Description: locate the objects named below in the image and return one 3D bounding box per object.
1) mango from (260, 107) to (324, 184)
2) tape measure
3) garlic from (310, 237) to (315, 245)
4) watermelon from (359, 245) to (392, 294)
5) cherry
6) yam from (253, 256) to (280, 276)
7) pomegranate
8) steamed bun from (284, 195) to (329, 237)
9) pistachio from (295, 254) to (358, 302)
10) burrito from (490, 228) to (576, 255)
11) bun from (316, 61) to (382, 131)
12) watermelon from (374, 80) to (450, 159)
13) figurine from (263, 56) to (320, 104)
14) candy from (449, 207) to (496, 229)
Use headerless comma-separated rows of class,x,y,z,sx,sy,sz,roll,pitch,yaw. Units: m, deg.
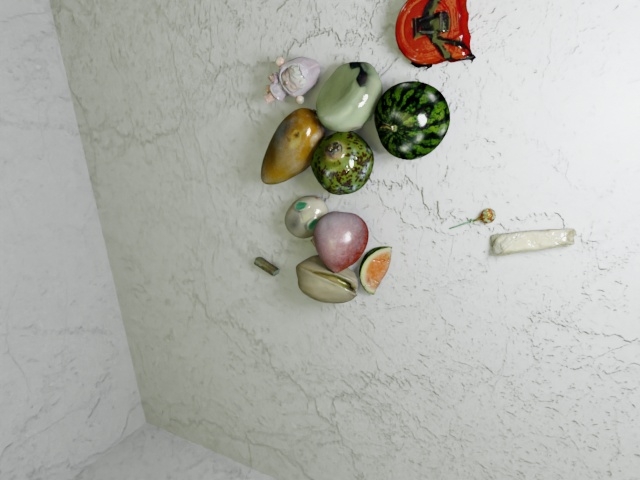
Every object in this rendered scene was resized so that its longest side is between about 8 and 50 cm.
mango,-0.119,-0.380,1.801,0.384,0.198,0.222,-49,45,26
tape measure,0.379,-0.704,1.447,0.260,0.114,0.254,-1,106,31
garlic,0.005,0.001,1.935,0.094,0.113,0.074,-24,71,3
watermelon,0.230,0.119,1.866,0.119,0.063,0.245,19,112,4
cherry,0.083,-0.002,1.790,0.239,0.239,0.206,38,144,15
yam,-0.270,0.131,2.173,0.132,0.054,0.054,31,120,18
pomegranate,0.084,-0.309,1.683,0.254,0.270,0.255,-5,71,15
steamed bun,-0.070,-0.101,1.922,0.228,0.130,0.177,-28,90,37
pistachio,0.033,0.173,1.910,0.331,0.226,0.208,21,76,34
burrito,0.738,0.004,1.511,0.275,0.059,0.082,-7,89,33
bun,0.123,-0.518,1.619,0.283,0.179,0.284,-24,52,35
watermelon,0.318,-0.415,1.503,0.268,0.269,0.269,11,112,28
figurine,-0.125,-0.650,1.766,0.275,0.133,0.200,-14,111,39
candy,0.563,-0.072,1.609,0.184,0.049,0.056,-21,65,41
